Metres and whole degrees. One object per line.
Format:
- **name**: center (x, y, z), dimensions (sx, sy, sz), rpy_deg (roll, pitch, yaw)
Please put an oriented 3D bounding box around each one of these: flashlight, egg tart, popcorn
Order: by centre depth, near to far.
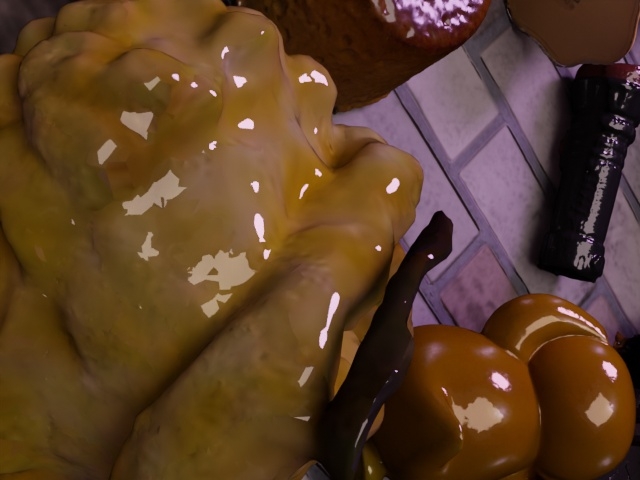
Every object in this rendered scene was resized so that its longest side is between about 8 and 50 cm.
- **popcorn**: center (-0.074, 0.025, 0.533), dimensions (0.349, 0.382, 0.348), rpy_deg (-13, 114, -33)
- **egg tart**: center (0.045, -0.212, 0.725), dimensions (0.203, 0.147, 0.202), rpy_deg (-2, 93, -32)
- **flashlight**: center (0.286, -0.072, 0.918), dimensions (0.093, 0.093, 0.231), rpy_deg (19, 85, -31)

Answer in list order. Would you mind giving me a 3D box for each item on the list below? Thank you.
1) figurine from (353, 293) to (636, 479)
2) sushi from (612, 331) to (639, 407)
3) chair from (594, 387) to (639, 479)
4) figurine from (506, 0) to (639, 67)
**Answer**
- **figurine**: center (0.144, 0.147, 0.757), dimensions (0.228, 0.215, 0.215), rpy_deg (-3, 92, -30)
- **sushi**: center (0.480, 0.211, 0.968), dimensions (0.349, 0.207, 0.234), rpy_deg (18, 88, -27)
- **chair**: center (0.299, 0.203, 0.837), dimensions (0.106, 0.229, 0.113), rpy_deg (-30, 103, -28)
- **figurine**: center (0.339, -0.299, 0.882), dimensions (0.257, 0.181, 0.208), rpy_deg (-32, 129, -28)
